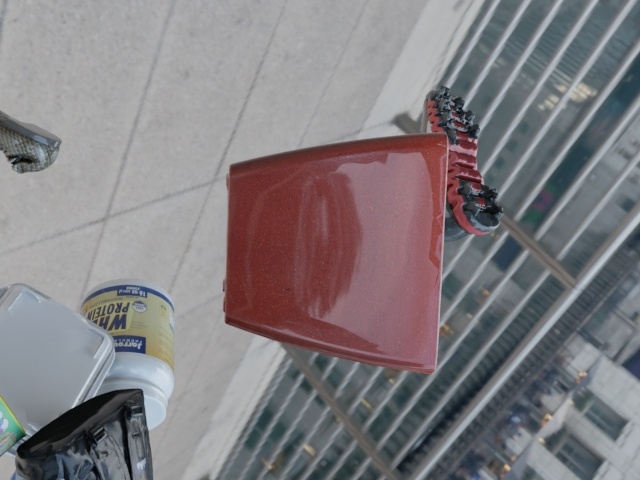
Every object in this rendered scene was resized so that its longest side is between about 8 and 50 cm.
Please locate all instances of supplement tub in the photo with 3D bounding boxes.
[{"bbox_3d":[-0.459,0.272,1.817,0.228,0.316,0.228,-6,139,-5],"label":"supplement tub"}]

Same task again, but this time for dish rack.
[{"bbox_3d":[-0.569,0.243,1.515,0.072,0.286,0.332,-47,-164,40],"label":"dish rack"}]

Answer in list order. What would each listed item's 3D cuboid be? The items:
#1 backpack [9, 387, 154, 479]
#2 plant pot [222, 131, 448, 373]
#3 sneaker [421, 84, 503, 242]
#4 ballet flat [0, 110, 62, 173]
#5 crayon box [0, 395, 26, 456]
[{"bbox_3d":[-0.416,0.489,1.383,0.273,0.355,0.290,-17,-173,19],"label":"backpack"},{"bbox_3d":[0.000,0.000,0.945,0.267,0.236,0.267,-139,-129,-81],"label":"plant pot"},{"bbox_3d":[0.197,-0.118,1.244,0.098,0.276,0.135,10,149,-36],"label":"sneaker"},{"bbox_3d":[-0.419,-0.144,0.945,0.058,0.250,0.084,-66,159,8],"label":"ballet flat"},{"bbox_3d":[-0.599,0.175,1.153,0.106,0.313,0.363,-39,168,-25],"label":"crayon box"}]
